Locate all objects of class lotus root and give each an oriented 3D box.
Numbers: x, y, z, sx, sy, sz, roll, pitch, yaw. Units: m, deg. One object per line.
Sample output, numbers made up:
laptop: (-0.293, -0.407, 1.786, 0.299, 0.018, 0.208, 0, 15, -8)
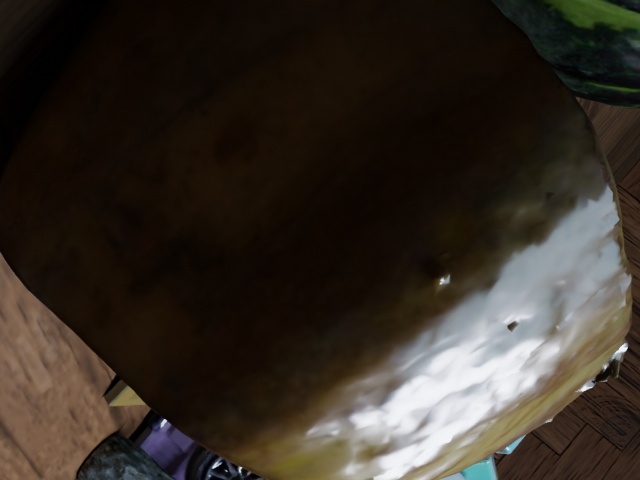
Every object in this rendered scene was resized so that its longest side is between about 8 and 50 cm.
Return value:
lotus root: (0.000, 0.000, 0.854, 0.250, 0.316, 0.316, -39, 167, -7)

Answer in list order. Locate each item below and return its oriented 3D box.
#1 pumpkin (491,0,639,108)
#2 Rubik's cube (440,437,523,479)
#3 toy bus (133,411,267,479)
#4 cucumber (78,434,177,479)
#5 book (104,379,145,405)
pumpkin: (0.173, -0.223, 0.854, 0.323, 0.241, 0.323, -60, 167, -22)
Rubik's cube: (0.093, 0.217, 1.958, 0.213, 0.265, 0.224, -48, -167, -20)
toy bus: (-0.012, 0.351, 1.506, 0.249, 0.440, 0.209, -50, 169, 5)
cucumber: (-0.144, 0.209, 1.398, 0.064, 0.112, 0.064, -47, -177, 3)
book: (-0.067, 0.089, 1.327, 0.172, 0.012, 0.118, 5, 138, -49)
